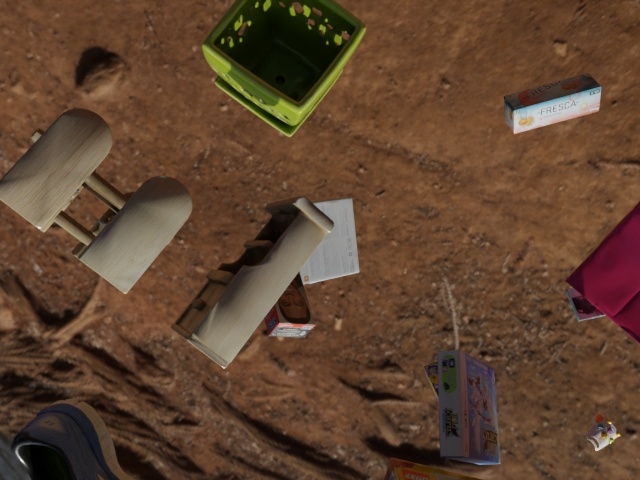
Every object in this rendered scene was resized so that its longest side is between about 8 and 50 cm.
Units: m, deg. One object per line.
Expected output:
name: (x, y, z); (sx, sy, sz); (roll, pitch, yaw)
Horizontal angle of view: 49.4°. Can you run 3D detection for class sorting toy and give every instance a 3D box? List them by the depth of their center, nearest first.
sorting toy: (0.735, 0.509, 1.825); (0.083, 0.075, 0.045); (53, 171, -3)

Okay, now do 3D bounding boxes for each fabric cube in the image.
fabric cube: (0.742, 0.072, 1.552); (0.259, 0.254, 0.258); (44, 108, 19)

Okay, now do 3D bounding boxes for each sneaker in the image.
sneaker: (-0.328, 0.390, 0.989); (0.130, 0.147, 0.330); (-42, 84, 18)

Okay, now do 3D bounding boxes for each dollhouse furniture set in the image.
dollhouse furniture set: (-0.139, -0.027, 0.625); (0.242, 0.161, 0.212); (41, 167, -16)

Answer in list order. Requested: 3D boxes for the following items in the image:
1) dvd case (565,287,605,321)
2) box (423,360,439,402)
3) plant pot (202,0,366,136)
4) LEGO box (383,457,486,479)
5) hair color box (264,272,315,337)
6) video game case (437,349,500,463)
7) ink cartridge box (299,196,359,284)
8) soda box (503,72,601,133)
dvd case: (0.684, 0.153, 1.751); (0.013, 0.120, 0.087); (116, 143, -60)
box: (0.351, 0.426, 1.979); (0.168, 0.054, 0.059); (-113, 0, -51)
plant pot: (-0.074, -0.350, 1.354); (0.227, 0.228, 0.207); (36, 166, 1)
LEGO box: (0.388, 0.687, 1.503); (0.501, 0.372, 0.193); (14, 96, -3)
hair color box: (-0.064, 0.091, 1.165); (0.043, 0.072, 0.141); (-50, 46, 39)
video game case: (0.365, 0.413, 1.701); (0.061, 0.244, 0.270); (-10, 157, 30)
ink cartridge box: (0.000, 0.000, 1.927); (0.045, 0.224, 0.223); (4, 102, 55)
soda box: (0.467, -0.278, 1.411); (0.058, 0.183, 0.062); (-106, 1, -47)
